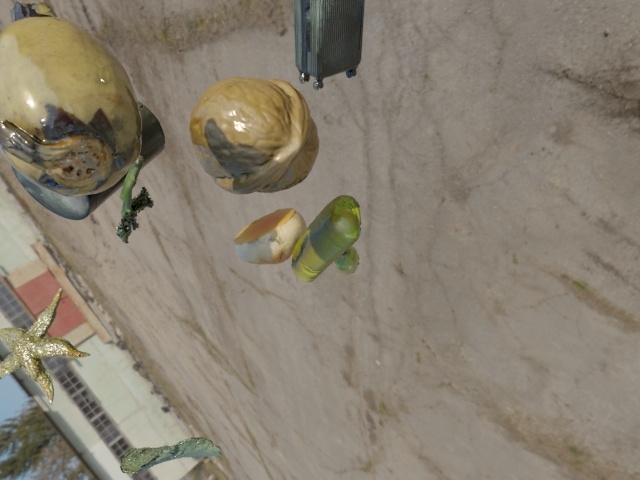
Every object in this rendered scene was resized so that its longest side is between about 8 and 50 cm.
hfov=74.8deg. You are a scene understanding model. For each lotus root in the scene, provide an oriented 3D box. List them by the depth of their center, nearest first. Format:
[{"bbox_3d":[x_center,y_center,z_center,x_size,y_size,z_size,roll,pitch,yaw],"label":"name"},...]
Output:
[{"bbox_3d":[-0.347,-0.200,0.557,0.310,0.183,0.182,58,154,23],"label":"lotus root"}]

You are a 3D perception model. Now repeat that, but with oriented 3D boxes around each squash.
[{"bbox_3d":[0.108,0.075,1.777,0.123,0.123,0.186,45,174,13],"label":"squash"}]

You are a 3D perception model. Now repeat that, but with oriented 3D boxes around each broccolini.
[{"bbox_3d":[-0.387,-0.104,0.896,0.062,0.123,0.271,16,145,-20],"label":"broccolini"}]

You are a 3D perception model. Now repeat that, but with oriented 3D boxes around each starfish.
[{"bbox_3d":[-0.887,0.347,1.276,0.347,0.358,0.078,47,179,20],"label":"starfish"}]

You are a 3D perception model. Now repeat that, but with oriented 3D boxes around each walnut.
[{"bbox_3d":[-0.157,-0.253,1.024,0.333,0.333,0.332,35,145,29],"label":"walnut"}]

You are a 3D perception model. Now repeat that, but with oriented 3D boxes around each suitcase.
[{"bbox_3d":[0.023,-0.625,1.230,0.128,0.202,0.312,39,146,32],"label":"suitcase"}]

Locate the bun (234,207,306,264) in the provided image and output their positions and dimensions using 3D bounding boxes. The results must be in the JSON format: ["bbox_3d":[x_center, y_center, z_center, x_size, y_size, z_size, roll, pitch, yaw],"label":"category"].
[{"bbox_3d":[-0.182,0.006,1.640,0.299,0.299,0.164,2,125,54],"label":"bun"}]

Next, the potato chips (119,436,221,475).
[{"bbox_3d":[-0.368,0.519,1.016,0.228,0.167,0.059,-22,66,26],"label":"potato chips"}]

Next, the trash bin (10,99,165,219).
[{"bbox_3d":[-0.554,-0.220,1.039,0.203,0.301,0.252,39,135,-12],"label":"trash bin"}]

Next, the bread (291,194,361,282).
[{"bbox_3d":[0.000,0.000,1.346,0.383,0.112,0.166,134,140,-52],"label":"bread"}]
